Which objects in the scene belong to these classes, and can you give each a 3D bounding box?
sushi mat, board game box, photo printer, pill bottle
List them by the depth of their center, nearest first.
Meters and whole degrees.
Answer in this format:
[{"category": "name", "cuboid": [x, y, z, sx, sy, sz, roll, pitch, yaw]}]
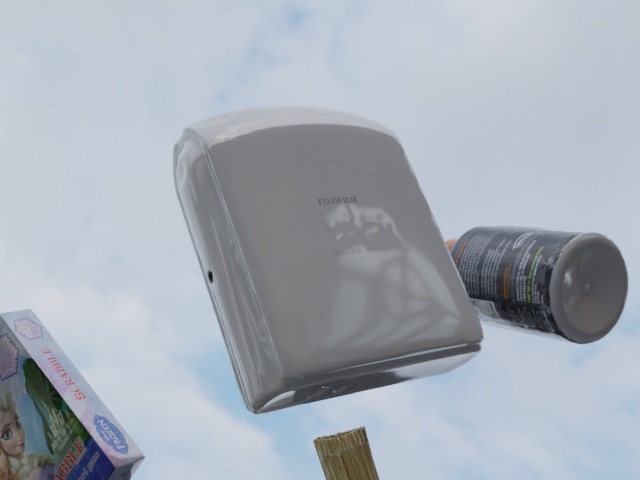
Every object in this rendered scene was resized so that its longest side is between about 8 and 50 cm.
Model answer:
[{"category": "photo printer", "cuboid": [0.000, 0.000, 0.907, 0.256, 0.307, 0.107, -5, -27, -33]}, {"category": "pill bottle", "cuboid": [0.241, 0.046, 1.119, 0.130, 0.130, 0.246, 45, -18, -26]}, {"category": "board game box", "cuboid": [-0.450, 0.328, 1.401, 0.318, 0.066, 0.318, 44, -65, 24]}, {"category": "sushi mat", "cuboid": [0.075, 0.449, 1.411, 0.019, 0.316, 0.151, -13, -8, -36]}]
